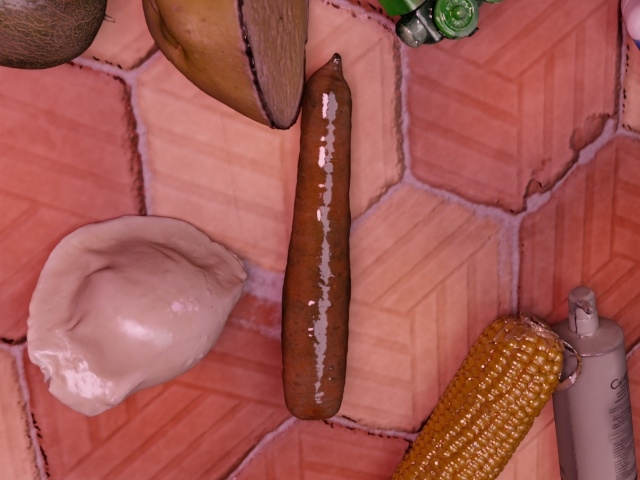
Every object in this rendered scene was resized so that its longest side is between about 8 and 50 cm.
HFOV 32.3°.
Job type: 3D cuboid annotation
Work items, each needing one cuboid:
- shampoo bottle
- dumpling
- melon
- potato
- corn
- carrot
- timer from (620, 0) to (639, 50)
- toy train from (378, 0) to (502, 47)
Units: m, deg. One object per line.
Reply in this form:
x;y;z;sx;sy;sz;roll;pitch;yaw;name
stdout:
0.294;0.169;1.203;0.085;0.085;0.262;-20;116;-18;shampoo bottle
-0.157;0.049;0.930;0.155;0.181;0.111;45;124;-3;dumpling
-0.226;-0.183;0.794;0.167;0.114;0.114;11;103;-29;melon
-0.082;-0.188;0.860;0.117;0.182;0.202;-1;136;12;potato
0.153;0.206;1.141;0.106;0.106;0.293;28;99;-32;corn
-0.001;0.000;1.007;0.070;0.070;0.342;-4;105;-25;carrot
0.437;-0.223;1.062;0.253;0.078;0.178;-28;126;26;timer
0.146;-0.276;0.967;0.251;0.085;0.119;-44;106;-10;toy train
